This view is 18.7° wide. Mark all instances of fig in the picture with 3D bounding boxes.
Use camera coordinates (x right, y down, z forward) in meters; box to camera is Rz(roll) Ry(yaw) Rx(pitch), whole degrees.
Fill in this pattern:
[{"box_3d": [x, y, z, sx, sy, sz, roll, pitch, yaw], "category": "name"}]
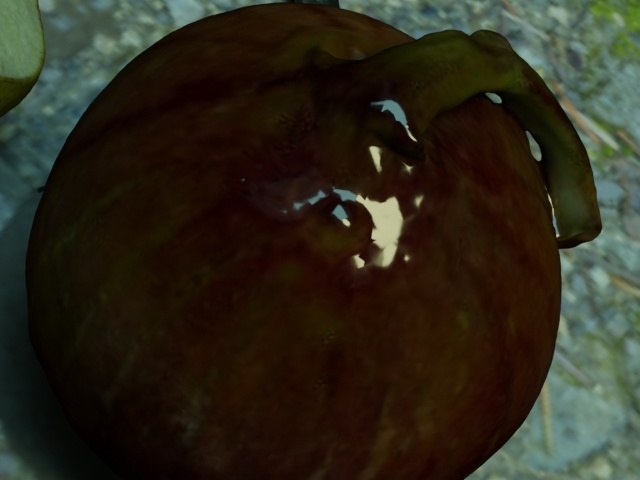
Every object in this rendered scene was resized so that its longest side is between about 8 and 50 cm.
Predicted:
[{"box_3d": [-0.002, 0.000, 0.684, 0.205, 0.205, 0.205, 13, 51, -16], "category": "fig"}]

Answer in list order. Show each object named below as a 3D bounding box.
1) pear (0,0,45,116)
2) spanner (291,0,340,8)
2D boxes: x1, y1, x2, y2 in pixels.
[{"box_3d": [-0.180, -0.091, 0.726, 0.141, 0.104, 0.141, 45, 31, -37], "category": "pear"}, {"box_3d": [-0.001, -0.106, 0.879, 0.054, 0.015, 0.254, 3, 54, -21], "category": "spanner"}]
